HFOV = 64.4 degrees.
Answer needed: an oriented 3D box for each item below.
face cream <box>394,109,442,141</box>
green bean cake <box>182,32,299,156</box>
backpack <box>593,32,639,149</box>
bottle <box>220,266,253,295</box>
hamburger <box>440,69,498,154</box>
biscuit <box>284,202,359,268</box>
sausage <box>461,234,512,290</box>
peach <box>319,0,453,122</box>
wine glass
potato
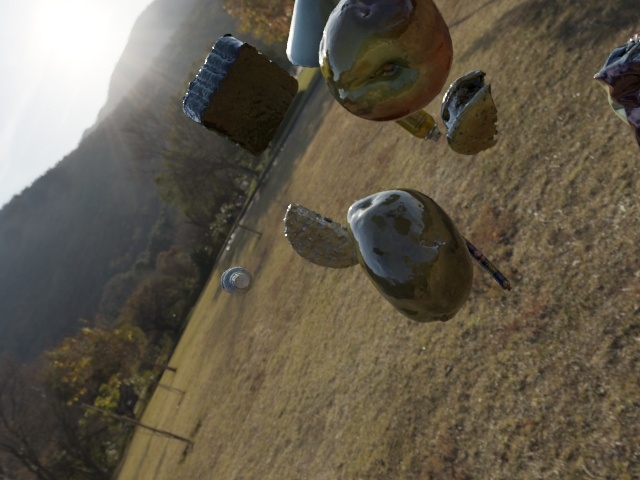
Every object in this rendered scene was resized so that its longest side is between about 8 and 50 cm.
[{"bbox_3d":[0.331,-0.505,2.011,0.105,0.348,0.105,-53,-3,-4],"label":"face cream"},{"bbox_3d":[-0.152,-0.273,0.969,0.094,0.181,0.173,37,101,34],"label":"green bean cake"},{"bbox_3d":[0.817,-0.376,1.164,0.317,0.283,0.197,-42,16,-17],"label":"backpack"},{"bbox_3d":[-0.166,0.080,1.013,0.060,0.060,0.217,-65,10,-11],"label":"bottle"},{"bbox_3d":[0.515,-0.430,1.777,0.192,0.288,0.168,-25,54,5],"label":"hamburger"},{"bbox_3d":[0.000,0.000,1.546,0.179,0.281,0.084,-49,15,40],"label":"biscuit"},{"bbox_3d":[0.402,0.051,1.268,0.198,0.028,0.025,51,147,29],"label":"sausage"},{"bbox_3d":[0.097,-0.315,0.819,0.214,0.214,0.236,-51,32,33],"label":"peach"},{"bbox_3d":[-0.026,-0.612,1.069,0.266,0.406,0.267,-13,49,15],"label":"wine glass"},{"bbox_3d":[0.196,0.020,1.109,0.220,0.243,0.327,-25,53,-7],"label":"potato"}]
